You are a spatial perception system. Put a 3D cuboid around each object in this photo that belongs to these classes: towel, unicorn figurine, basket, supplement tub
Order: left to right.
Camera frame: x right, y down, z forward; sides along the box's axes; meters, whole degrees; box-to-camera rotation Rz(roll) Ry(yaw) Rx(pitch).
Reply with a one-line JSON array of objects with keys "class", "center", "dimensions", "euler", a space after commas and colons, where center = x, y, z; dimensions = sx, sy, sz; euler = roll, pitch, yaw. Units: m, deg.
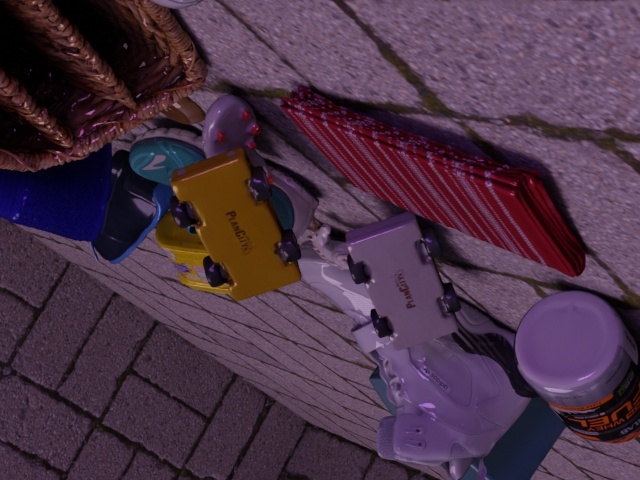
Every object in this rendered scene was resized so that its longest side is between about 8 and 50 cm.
[{"class": "towel", "center": [-0.363, -0.135, 1.403], "dimensions": [0.308, 0.228, 0.076], "euler": [14, 149, -38]}, {"class": "basket", "center": [-0.280, -0.174, 1.200], "dimensions": [0.223, 0.213, 0.299], "euler": [26, 167, 22]}, {"class": "unicorn figurine", "center": [0.050, 0.019, 1.566], "dimensions": [0.162, 0.060, 0.111], "euler": [36, 162, -9]}, {"class": "towel", "center": [0.108, -0.054, 1.220], "dimensions": [0.275, 0.031, 0.199], "euler": [24, 168, 33]}, {"class": "supplement tub", "center": [0.287, 0.140, 1.380], "dimensions": [0.117, 0.117, 0.190], "euler": [20, 165, 38]}]

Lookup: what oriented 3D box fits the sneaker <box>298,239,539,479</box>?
[{"class": "sneaker", "center": [0.097, 0.158, 1.658], "dimensions": [0.365, 0.210, 0.137], "euler": [31, 167, -3]}]

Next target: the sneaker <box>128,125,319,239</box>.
[{"class": "sneaker", "center": [-0.134, -0.058, 1.568], "dimensions": [0.275, 0.110, 0.107], "euler": [23, 166, 33]}]

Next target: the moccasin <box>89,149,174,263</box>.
[{"class": "moccasin", "center": [-0.283, -0.066, 1.901], "dimensions": [0.117, 0.138, 0.342], "euler": [36, 153, -8]}]

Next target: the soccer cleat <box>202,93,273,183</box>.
[{"class": "soccer cleat", "center": [-0.102, -0.107, 1.410], "dimensions": [0.076, 0.068, 0.196], "euler": [46, 170, 20]}]

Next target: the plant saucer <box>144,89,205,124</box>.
[{"class": "plant saucer", "center": [-0.170, -0.154, 1.488], "dimensions": [0.083, 0.015, 0.083], "euler": [29, 167, 7]}]

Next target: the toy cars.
[{"class": "toy cars", "center": [0.000, 0.000, 1.414], "dimensions": [0.393, 0.176, 0.087], "euler": [19, -144, -26]}]

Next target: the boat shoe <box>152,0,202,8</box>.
[{"class": "boat shoe", "center": [-0.177, -0.255, 0.987], "dimensions": [0.227, 0.079, 0.081], "euler": [26, 162, -10]}]

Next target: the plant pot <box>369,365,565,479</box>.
[{"class": "plant pot", "center": [0.198, 0.224, 1.834], "dimensions": [0.234, 0.165, 0.165], "euler": [39, 166, -7]}]

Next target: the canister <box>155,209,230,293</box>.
[{"class": "canister", "center": [-0.172, 0.017, 1.993], "dimensions": [0.126, 0.073, 0.170], "euler": [7, 160, 13]}]
